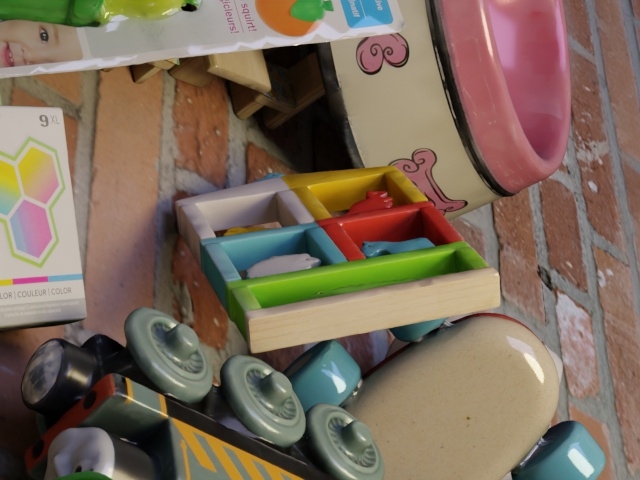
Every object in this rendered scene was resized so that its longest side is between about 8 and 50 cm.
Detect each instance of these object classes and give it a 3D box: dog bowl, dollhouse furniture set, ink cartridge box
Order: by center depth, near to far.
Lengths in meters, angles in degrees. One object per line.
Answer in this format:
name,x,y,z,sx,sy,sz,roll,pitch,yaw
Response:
ink cartridge box,-0.231,-0.041,1.339,0.109,0.062,0.209,-3,85,-54
dollhouse furniture set,-0.079,-0.251,1.691,0.212,0.161,0.242,17,50,-46
dog bowl,0.123,-0.216,1.802,0.408,0.150,0.408,-8,90,-70

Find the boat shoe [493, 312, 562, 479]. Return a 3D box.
boat shoe,0.159,0.156,1.731,0.088,0.096,0.267,44,33,-14

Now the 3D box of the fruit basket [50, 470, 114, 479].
fruit basket,-0.177,0.300,0.943,0.392,0.283,0.392,50,30,-43

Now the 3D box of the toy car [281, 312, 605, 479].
toy car,0.092,0.134,1.621,0.219,0.210,0.238,50,5,-7

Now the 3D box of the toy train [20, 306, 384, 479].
toy train,-0.061,0.181,1.340,0.334,0.142,0.190,31,27,-35

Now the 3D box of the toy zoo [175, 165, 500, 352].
toy zoo,0.000,0.000,1.512,0.293,0.192,0.030,-126,-151,-63

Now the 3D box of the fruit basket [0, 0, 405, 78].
fruit basket,-0.137,-0.286,1.518,0.353,0.165,0.327,-11,66,-13
